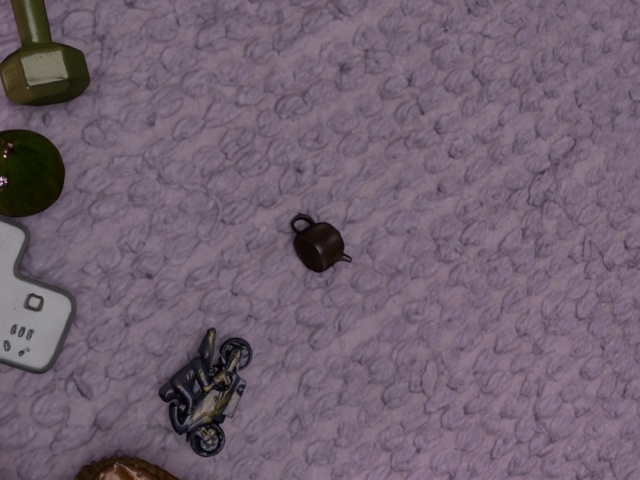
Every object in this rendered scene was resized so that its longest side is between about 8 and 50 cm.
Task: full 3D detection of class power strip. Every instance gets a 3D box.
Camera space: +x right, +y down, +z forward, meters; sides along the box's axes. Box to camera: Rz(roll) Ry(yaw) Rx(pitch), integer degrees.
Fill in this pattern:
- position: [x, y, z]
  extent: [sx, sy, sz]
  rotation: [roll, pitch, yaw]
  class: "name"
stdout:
- position: [-0.475, 0.061, 1.103]
  extent: [0.265, 0.059, 0.194]
  rotation: [22, 82, -18]
  class: "power strip"

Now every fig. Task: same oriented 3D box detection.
- position: [-0.413, -0.099, 1.079]
  extent: [0.123, 0.156, 0.123]
  rotation: [3, 82, -22]
  class: "fig"

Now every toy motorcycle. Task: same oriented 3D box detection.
- position: [-0.183, 0.231, 1.208]
  extent: [0.124, 0.061, 0.193]
  rotation: [19, 84, -17]
  class: "toy motorcycle"

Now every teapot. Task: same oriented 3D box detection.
- position: [0.000, 0.000, 1.278]
  extent: [0.068, 0.076, 0.121]
  rotation: [-35, 71, -28]
  class: "teapot"

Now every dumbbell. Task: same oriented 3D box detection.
- position: [-0.416, -0.345, 1.108]
  extent: [0.108, 0.121, 0.302]
  rotation: [-15, 95, -49]
  class: "dumbbell"

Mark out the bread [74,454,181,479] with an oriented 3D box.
- position: [-0.249, 0.440, 1.133]
  extent: [0.288, 0.156, 0.204]
  rotation: [33, 70, -14]
  class: "bread"
